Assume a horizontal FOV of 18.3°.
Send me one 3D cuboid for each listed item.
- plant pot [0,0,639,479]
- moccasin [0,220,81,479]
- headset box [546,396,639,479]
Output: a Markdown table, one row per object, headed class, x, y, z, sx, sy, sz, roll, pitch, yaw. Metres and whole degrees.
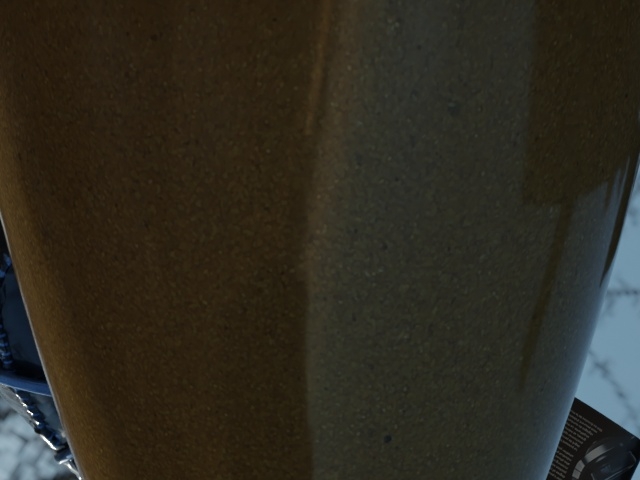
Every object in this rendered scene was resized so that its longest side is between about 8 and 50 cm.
| class | x | y | z | sx | sy | sz | roll | pitch | yaw |
| --- | --- | --- | --- | --- | --- | --- | --- | --- | --- |
| plant pot | 0.000 | 0.000 | 0.639 | 0.237 | 0.237 | 0.254 | -156 | -117 | -68 |
| moccasin | -0.080 | 0.059 | 0.955 | 0.137 | 0.342 | 0.117 | -39 | -116 | -4 |
| headset box | 0.051 | 0.244 | 1.230 | 0.283 | 0.131 | 0.246 | -59 | -178 | -33 |
